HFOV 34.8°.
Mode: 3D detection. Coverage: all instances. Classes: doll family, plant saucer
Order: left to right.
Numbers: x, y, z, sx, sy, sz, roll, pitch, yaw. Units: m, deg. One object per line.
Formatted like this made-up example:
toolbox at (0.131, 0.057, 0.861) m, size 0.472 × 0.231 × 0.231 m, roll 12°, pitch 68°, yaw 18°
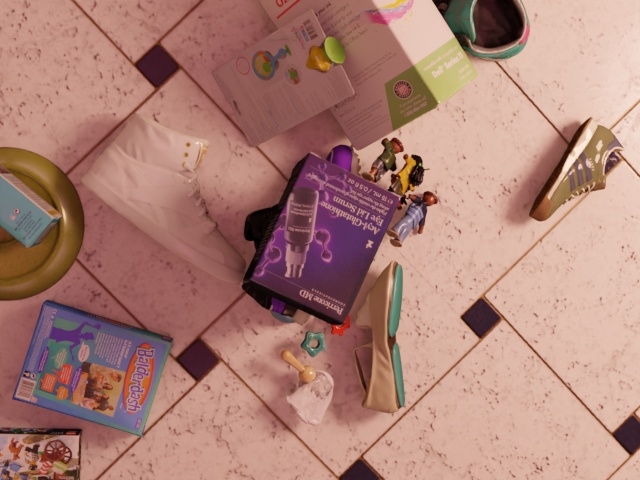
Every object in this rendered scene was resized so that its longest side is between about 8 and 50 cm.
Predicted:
plant saucer at (-0.489, -0.024, 1.581) m, size 0.240 × 0.037 × 0.241 m, roll 0°, pitch 94°, yaw -6°
doll family at (0.129, -0.079, 1.605) m, size 0.076 × 0.193 × 0.111 m, roll 24°, pitch 58°, yaw 24°

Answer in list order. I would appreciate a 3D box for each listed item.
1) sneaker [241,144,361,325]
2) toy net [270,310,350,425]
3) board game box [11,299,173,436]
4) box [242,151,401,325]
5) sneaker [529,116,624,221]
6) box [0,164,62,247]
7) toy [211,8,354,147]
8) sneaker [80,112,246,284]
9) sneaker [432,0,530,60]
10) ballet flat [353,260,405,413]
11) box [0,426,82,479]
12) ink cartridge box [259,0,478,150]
sneaker at (-0.038, -0.030, 1.577) m, size 0.146 × 0.102 × 0.293 m, roll 21°, pitch 76°, yaw -7°
toy net at (-0.011, 0.178, 1.647) m, size 0.122 × 0.045 × 0.232 m, roll -8°, pitch 97°, yaw -16°
board game box at (-0.354, 0.200, 1.603) m, size 0.210 × 0.047 × 0.160 m, roll 19°, pitch 90°, yaw -7°
box at (0.000, 0.000, 1.479) m, size 0.153 × 0.108 × 0.207 m, roll 24°, pitch 82°, yaw -8°
sneaker at (0.425, -0.100, 1.666) m, size 0.086 × 0.064 × 0.192 m, roll 32°, pitch 86°, yaw -2°
box at (-0.500, -0.090, 1.506) m, size 0.244 × 0.100 × 0.060 m, roll 40°, pitch 89°, yaw -6°
toy at (-0.049, -0.247, 1.558) m, size 0.056 × 0.237 × 0.137 m, roll -34°, pitch 99°, yaw -43°
sneaker at (-0.203, -0.072, 1.576) m, size 0.292 × 0.108 × 0.169 m, roll 37°, pitch 92°, yaw -6°
sneaker at (0.193, -0.351, 1.568) m, size 0.295 × 0.178 × 0.124 m, roll 14°, pitch 92°, yaw -7°
ballet flat at (0.091, 0.156, 1.641) m, size 0.086 × 0.086 × 0.249 m, roll -2°, pitch 94°, yaw -6°
box at (-0.494, 0.374, 1.598) m, size 0.233 × 0.044 × 0.159 m, roll 2°, pitch 93°, yaw -7°
ink cartridge box at (0.049, -0.336, 1.529) m, size 0.119 × 0.207 × 0.353 m, roll -39°, pitch 99°, yaw -38°
